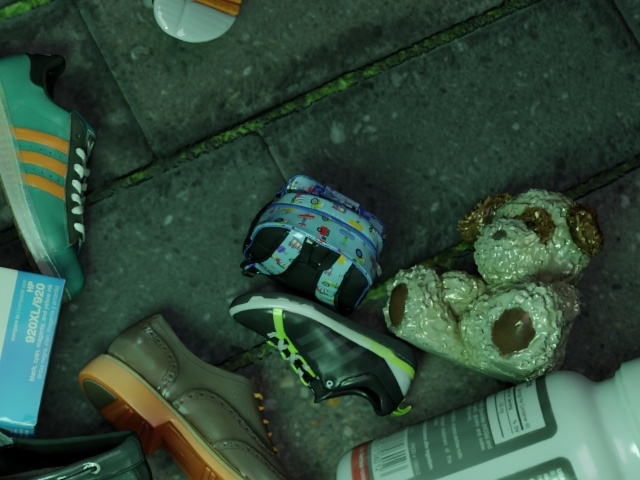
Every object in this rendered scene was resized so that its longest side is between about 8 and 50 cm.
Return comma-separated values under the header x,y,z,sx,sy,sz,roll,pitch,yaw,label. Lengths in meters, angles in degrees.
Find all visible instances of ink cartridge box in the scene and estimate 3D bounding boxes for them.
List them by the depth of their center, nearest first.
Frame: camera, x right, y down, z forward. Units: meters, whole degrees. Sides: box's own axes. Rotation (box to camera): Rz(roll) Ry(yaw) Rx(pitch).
x,y,z,sx,sy,sz,roll,pitch,yaw,label
-0.404,0.118,1.821,0.233,0.171,0.168,11,71,-8,ink cartridge box

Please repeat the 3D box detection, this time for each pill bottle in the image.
x,y,z,sx,sy,sz,roll,pitch,yaw,label
0.218,0.261,1.812,0.363,0.210,0.210,-22,77,11,pill bottle

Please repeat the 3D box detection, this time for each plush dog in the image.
x,y,z,sx,sy,sz,roll,pitch,yaw,label
0.236,0.048,1.962,0.210,0.262,0.225,29,78,-36,plush dog

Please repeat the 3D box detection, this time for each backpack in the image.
x,y,z,sx,sy,sz,roll,pitch,yaw,label
0.000,0.000,1.933,0.158,0.173,0.117,28,71,-1,backpack

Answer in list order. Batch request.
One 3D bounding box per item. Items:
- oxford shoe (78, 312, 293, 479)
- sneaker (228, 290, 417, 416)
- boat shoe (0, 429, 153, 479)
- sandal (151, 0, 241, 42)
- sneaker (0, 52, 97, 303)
x,y,z,sx,sy,sz,roll,pitch,yaw,label
-0.089,0.222,1.878,0.364,0.130,0.133,42,63,2,oxford shoe
0.000,0.133,1.941,0.235,0.084,0.097,22,72,-4,sneaker
-0.331,0.228,1.704,0.340,0.127,0.113,3,110,11,boat shoe
-0.144,-0.321,2.062,0.102,0.076,0.265,27,49,-17,sandal
-0.301,-0.080,1.934,0.121,0.108,0.302,-17,76,-11,sneaker
